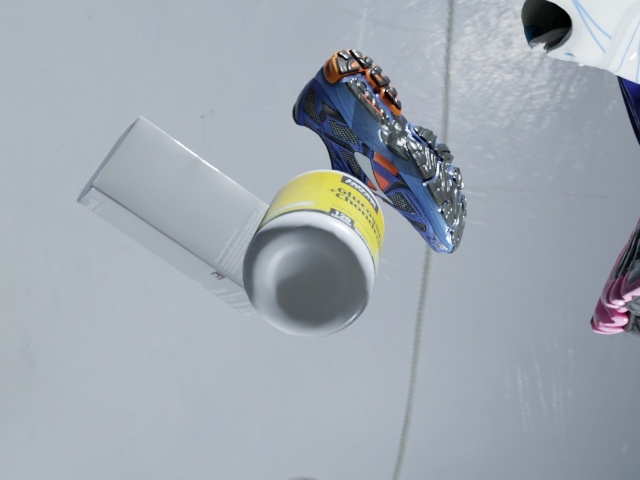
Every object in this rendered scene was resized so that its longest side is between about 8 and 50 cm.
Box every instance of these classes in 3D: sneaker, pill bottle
[{"bbox_3d":[0.059,-0.075,0.984,0.087,0.083,0.221,-27,108,36],"label":"sneaker"},{"bbox_3d":[0.143,0.021,0.420,0.057,0.119,0.047,27,84,15],"label":"sneaker"},{"bbox_3d":[0.000,0.000,0.879,0.103,0.184,0.103,2,110,6],"label":"pill bottle"},{"bbox_3d":[0.139,-0.105,0.490,0.083,0.191,0.071,-20,63,24],"label":"sneaker"}]

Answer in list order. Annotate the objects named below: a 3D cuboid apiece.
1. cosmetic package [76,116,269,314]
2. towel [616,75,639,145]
[{"bbox_3d":[-0.140,-0.023,1.166,0.238,0.127,0.107,32,75,-12],"label":"cosmetic package"},{"bbox_3d":[0.354,-0.143,0.709,0.308,0.076,0.227,-11,113,29],"label":"towel"}]
